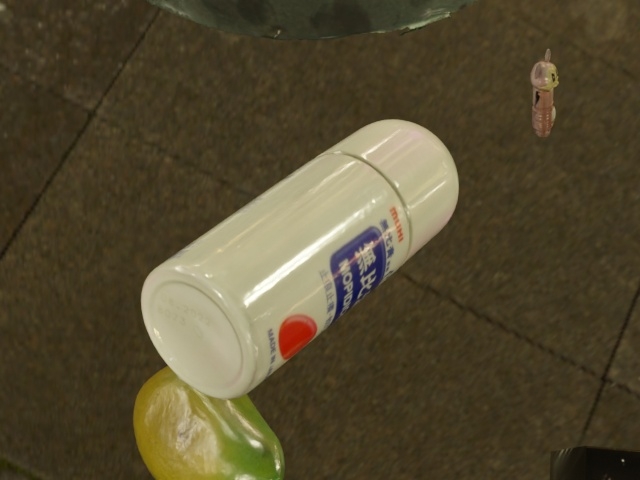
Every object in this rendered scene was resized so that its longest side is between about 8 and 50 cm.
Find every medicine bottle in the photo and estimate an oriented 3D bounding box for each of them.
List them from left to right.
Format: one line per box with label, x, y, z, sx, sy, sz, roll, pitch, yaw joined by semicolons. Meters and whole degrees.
medicine bottle;0.000;0.000;1.233;0.130;0.130;0.341;45;48;8

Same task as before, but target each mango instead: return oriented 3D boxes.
mango;-0.124;0.216;1.469;0.091;0.237;0.137;25;105;-38

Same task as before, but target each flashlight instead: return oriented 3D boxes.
flashlight;0.265;-0.169;1.626;0.031;0.110;0.052;15;45;24

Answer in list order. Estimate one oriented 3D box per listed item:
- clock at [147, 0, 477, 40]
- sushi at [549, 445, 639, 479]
clock;0.006;-0.243;0.758;0.312;0.061;0.313;-4;56;6
sushi;0.362;0.355;1.550;0.212;0.215;0.227;4;80;1
